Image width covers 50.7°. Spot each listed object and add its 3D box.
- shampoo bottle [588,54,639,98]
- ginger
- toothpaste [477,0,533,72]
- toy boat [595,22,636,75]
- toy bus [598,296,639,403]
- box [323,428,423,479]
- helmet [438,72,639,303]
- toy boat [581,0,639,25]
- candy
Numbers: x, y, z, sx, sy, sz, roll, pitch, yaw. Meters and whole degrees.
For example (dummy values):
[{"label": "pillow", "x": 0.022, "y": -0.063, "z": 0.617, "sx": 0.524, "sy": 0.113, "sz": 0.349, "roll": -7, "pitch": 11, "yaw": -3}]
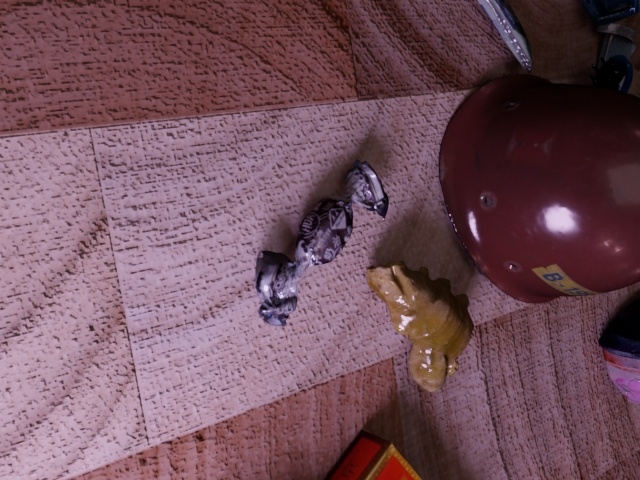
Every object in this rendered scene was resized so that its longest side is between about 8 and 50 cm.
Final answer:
[{"label": "shampoo bottle", "x": 0.483, "y": -0.232, "z": 1.081, "sx": 0.183, "sy": 0.050, "sz": 0.087, "roll": 25, "pitch": 88, "yaw": -43}, {"label": "ginger", "x": 0.142, "y": 0.095, "z": 0.867, "sx": 0.115, "sy": 0.081, "sz": 0.205, "roll": -25, "pitch": 118, "yaw": 2}, {"label": "toothpaste", "x": 0.239, "y": -0.336, "z": 0.940, "sx": 0.233, "sy": 0.038, "sz": 0.060, "roll": 46, "pitch": 41, "yaw": -27}, {"label": "toy boat", "x": 0.478, "y": -0.290, "z": 1.113, "sx": 0.096, "sy": 0.034, "sz": 0.122, "roll": 5, "pitch": 98, "yaw": -28}, {"label": "toy bus", "x": 0.609, "y": 0.165, "z": 1.156, "sx": 0.302, "sy": 0.127, "sz": 0.147, "roll": -26, "pitch": 109, "yaw": -30}, {"label": "box", "x": 0.089, "y": 0.376, "z": 0.851, "sx": 0.153, "sy": 0.074, "sz": 0.240, "roll": -50, "pitch": 116, "yaw": -26}, {"label": "helmet", "x": 0.380, "y": -0.075, "z": 0.935, "sx": 0.385, "sy": 0.230, "sz": 0.337, "roll": 26, "pitch": 78, "yaw": -34}, {"label": "toy boat", "x": 0.425, "y": -0.485, "z": 1.030, "sx": 0.062, "sy": 0.096, "sz": 0.299, "roll": -27, "pitch": 105, "yaw": -41}, {"label": "candy", "x": 0.000, "y": 0.000, "z": 0.789, "sx": 0.226, "sy": 0.051, "sz": 0.094, "roll": -50, "pitch": 127, "yaw": -20}]
